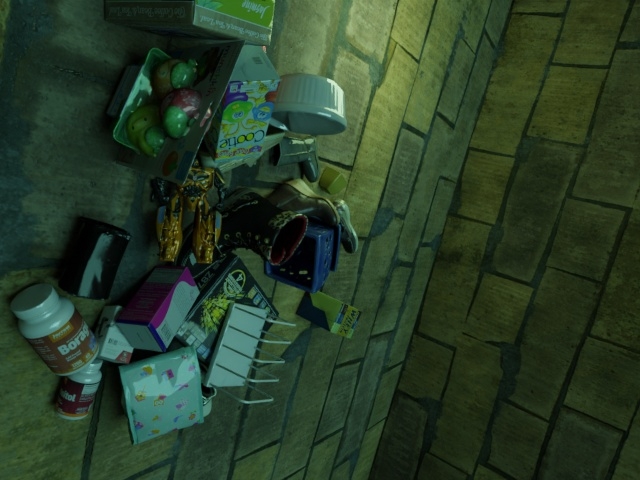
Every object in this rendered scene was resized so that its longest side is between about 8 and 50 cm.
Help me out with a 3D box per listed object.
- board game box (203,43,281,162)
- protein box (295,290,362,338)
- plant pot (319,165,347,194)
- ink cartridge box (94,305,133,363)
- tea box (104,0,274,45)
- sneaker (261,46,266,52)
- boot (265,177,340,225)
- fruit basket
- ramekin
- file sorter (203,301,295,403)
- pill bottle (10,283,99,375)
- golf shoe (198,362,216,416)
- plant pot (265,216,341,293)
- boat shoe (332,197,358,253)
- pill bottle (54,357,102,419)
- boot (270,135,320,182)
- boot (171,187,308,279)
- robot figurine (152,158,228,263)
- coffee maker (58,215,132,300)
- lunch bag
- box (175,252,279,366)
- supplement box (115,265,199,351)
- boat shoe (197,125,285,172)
[{"bbox_3d":[-0.224,-0.357,1.184,0.142,0.144,0.275,-16,154,-28],"label":"board game box"},{"bbox_3d":[0.040,0.322,1.989,0.201,0.199,0.136,34,79,-56],"label":"protein box"},{"bbox_3d":[0.045,-0.236,1.821,0.083,0.081,0.081,-51,143,-9],"label":"plant pot"},{"bbox_3d":[-0.554,0.255,1.214,0.099,0.056,0.135,47,45,-53],"label":"ink cartridge box"},{"bbox_3d":[-0.276,-0.608,0.952,0.219,0.328,0.324,-13,118,-52],"label":"tea box"},{"bbox_3d":[-0.208,-0.551,1.299,0.136,0.115,0.314,-1,114,-65],"label":"sneaker"},{"bbox_3d":[-0.075,-0.100,1.596,0.207,0.248,0.090,-39,166,-33],"label":"boot"},{"bbox_3d":[-0.339,-0.303,1.007,0.165,0.353,0.327,25,86,-41],"label":"fruit basket"},{"bbox_3d":[-0.044,-0.436,1.439,0.272,0.272,0.127,7,89,-55],"label":"ramekin"},{"bbox_3d":[-0.221,0.372,1.484,0.192,0.173,0.278,28,78,-58],"label":"file sorter"},{"bbox_3d":[-0.630,0.211,1.064,0.121,0.121,0.216,-42,138,-35],"label":"pill bottle"},{"bbox_3d":[-0.415,0.530,1.535,0.105,0.120,0.273,-39,137,-39],"label":"golf shoe"},{"bbox_3d":[-0.055,0.029,1.688,0.212,0.235,0.236,-32,133,-52],"label":"plant pot"},{"bbox_3d":[0.091,-0.048,1.966,0.092,0.102,0.285,-40,133,-29],"label":"boat shoe"},{"bbox_3d":[-0.634,0.383,1.180,0.086,0.086,0.152,19,90,-56],"label":"pill bottle"},{"bbox_3d":[-0.088,-0.287,1.609,0.208,0.076,0.190,-28,114,-53],"label":"boot"},{"bbox_3d":[-0.240,0.005,1.357,0.377,0.284,0.138,-47,140,-29],"label":"boot"},{"bbox_3d":[-0.360,-0.085,1.239,0.210,0.085,0.291,5,89,-25],"label":"robot figurine"},{"bbox_3d":[-0.539,0.047,1.065,0.120,0.171,0.178,20,88,-29],"label":"coffee maker"},{"bbox_3d":[-0.471,0.437,1.324,0.223,0.160,0.263,-10,120,-27],"label":"lunch bag"},{"bbox_3d":[-0.328,0.267,1.539,0.318,0.097,0.395,-51,143,-23],"label":"box"},{"bbox_3d":[-0.446,0.184,1.250,0.220,0.113,0.111,-68,154,-47],"label":"supplement box"},{"bbox_3d":[-0.237,-0.279,1.381,0.302,0.109,0.098,-30,136,-36],"label":"boat shoe"}]
